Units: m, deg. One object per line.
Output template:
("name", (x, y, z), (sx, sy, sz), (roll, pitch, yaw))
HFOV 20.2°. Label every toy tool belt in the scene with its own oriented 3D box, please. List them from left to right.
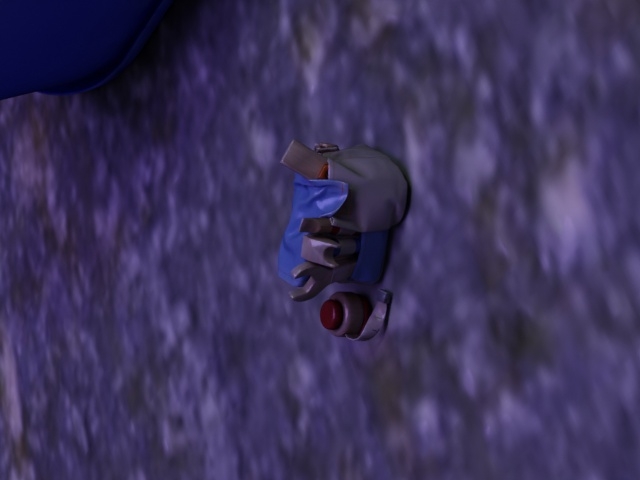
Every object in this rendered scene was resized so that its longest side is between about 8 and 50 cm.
("toy tool belt", (0.000, 0.000, 0.741), (0.052, 0.051, 0.083), (27, 111, 56))

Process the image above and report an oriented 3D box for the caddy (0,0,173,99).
("caddy", (-0.161, -0.211, 0.904), (0.241, 0.179, 0.341), (55, 137, 11))
